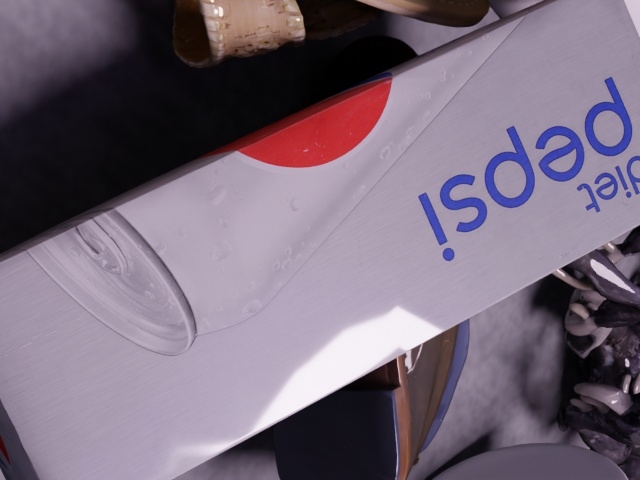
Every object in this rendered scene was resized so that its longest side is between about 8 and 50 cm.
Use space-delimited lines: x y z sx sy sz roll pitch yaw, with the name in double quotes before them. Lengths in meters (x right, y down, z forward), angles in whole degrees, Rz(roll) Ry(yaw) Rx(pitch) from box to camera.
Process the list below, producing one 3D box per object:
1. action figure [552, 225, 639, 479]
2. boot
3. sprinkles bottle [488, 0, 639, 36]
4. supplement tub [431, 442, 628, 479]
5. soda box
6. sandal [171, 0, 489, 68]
"action figure" 0.192 0.052 0.814 0.164 0.141 0.276 -58 136 -27
"boot" 0.026 0.018 0.704 0.106 0.082 0.219 0 97 -71
"sprinkles bottle" 0.044 -0.216 0.568 0.355 0.121 0.121 42 76 -45
"supplement tub" 0.125 0.225 0.804 0.144 0.144 0.200 -32 117 -32
"soda box" 0.000 0.000 0.573 0.286 0.091 0.098 -26 95 -20
"sandal" -0.047 -0.107 0.577 0.240 0.088 0.079 12 129 -40
